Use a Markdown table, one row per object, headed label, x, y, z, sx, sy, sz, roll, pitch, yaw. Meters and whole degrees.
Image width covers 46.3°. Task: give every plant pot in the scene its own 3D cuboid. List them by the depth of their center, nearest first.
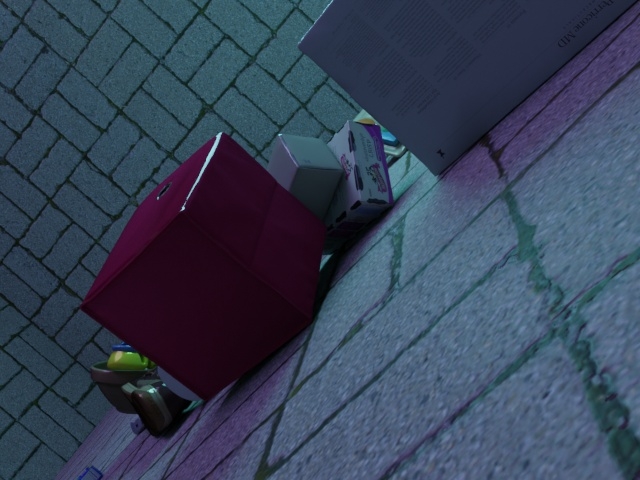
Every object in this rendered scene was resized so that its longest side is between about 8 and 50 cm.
| label | x | y | z | sx | sy | sz | roll | pitch | yaw |
| --- | --- | --- | --- | --- | --- | --- | --- | --- | --- |
| plant pot | -0.423 | 0.346 | 1.777 | 0.237 | 0.237 | 0.110 | 178 | 94 | -82 |

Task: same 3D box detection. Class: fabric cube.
| label | x | y | z | sx | sy | sz | roll | pitch | yaw |
| --- | --- | --- | --- | --- | --- | --- | --- | --- | --- |
| fabric cube | -0.171 | 0.038 | 1.182 | 0.254 | 0.259 | 0.258 | -38 | 21 | 27 |

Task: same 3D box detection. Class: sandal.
| label | x | y | z | sx | sy | sz | roll | pitch | yaw |
| --- | --- | --- | --- | --- | --- | --- | --- | --- | --- |
| sandal | -0.359 | 0.223 | 1.768 | 0.126 | 0.138 | 0.317 | -3 | -3 | 32 |

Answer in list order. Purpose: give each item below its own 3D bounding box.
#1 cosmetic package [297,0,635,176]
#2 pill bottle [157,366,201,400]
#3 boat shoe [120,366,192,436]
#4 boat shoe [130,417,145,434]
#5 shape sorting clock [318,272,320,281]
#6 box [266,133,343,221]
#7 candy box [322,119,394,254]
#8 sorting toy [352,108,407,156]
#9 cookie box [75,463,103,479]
| label | x | y | z | sx | sy | sz | roll | pitch | yaw |
| --- | --- | --- | --- | --- | --- | --- | --- | --- | --- |
| cosmetic package | 0.189 | -0.307 | 1.015 | 0.377 | 0.284 | 0.097 | -43 | 6 | 39 |
| pill bottle | -0.200 | 0.188 | 1.387 | 0.119 | 0.119 | 0.208 | -42 | 8 | 47 |
| boat shoe | -0.319 | 0.313 | 1.525 | 0.123 | 0.123 | 0.342 | -33 | -1 | -22 |
| boat shoe | -0.448 | 0.458 | 1.876 | 0.035 | 0.035 | 0.100 | -18 | -17 | -35 |
| shape sorting clock | -0.075 | 0.125 | 1.271 | 0.206 | 0.040 | 0.206 | -47 | 5 | 6 |
| box | -0.060 | -0.046 | 1.350 | 0.113 | 0.094 | 0.275 | 61 | 138 | 43 |
| candy box | 0.034 | -0.089 | 1.355 | 0.233 | 0.071 | 0.159 | -40 | 52 | 54 |
| sorting toy | 0.161 | -0.286 | 1.797 | 0.208 | 0.038 | 0.193 | 16 | 55 | 38 |
| cookie box | -0.587 | 0.605 | 1.841 | 0.107 | 0.040 | 0.092 | -49 | 5 | -22 |
